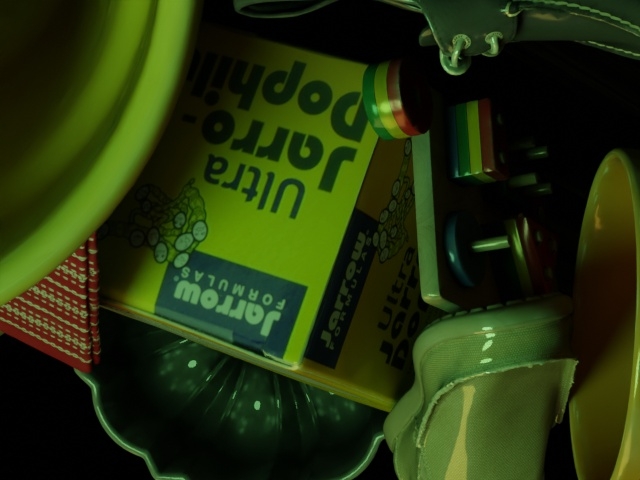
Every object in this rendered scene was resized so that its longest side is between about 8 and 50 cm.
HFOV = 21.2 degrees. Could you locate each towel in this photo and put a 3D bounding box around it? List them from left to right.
[{"bbox_3d":[-0.212,-0.014,0.982,0.198,0.031,0.275,26,158,3],"label":"towel"}]

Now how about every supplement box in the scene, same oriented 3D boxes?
[{"bbox_3d":[0.000,0.000,1.204,0.194,0.195,0.356,17,174,24],"label":"supplement box"}]

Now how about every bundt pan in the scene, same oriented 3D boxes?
[{"bbox_3d":[-0.057,0.072,1.578,0.330,0.331,0.124,19,-170,6],"label":"bundt pan"}]

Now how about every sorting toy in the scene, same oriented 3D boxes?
[{"bbox_3d":[0.111,-0.016,1.057,0.046,0.132,0.274,-10,162,27],"label":"sorting toy"}]

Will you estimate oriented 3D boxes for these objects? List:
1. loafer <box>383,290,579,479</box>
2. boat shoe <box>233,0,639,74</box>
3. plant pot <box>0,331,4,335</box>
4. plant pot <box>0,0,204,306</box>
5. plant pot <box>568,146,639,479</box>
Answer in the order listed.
[{"bbox_3d":[0.106,0.112,1.067,0.101,0.092,0.268,-12,158,-11],"label":"loafer"},{"bbox_3d":[0.059,-0.098,0.717,0.206,0.065,0.075,18,174,14],"label":"boat shoe"},{"bbox_3d":[-0.264,-0.032,1.216,0.274,0.257,0.256,-20,163,13],"label":"plant pot"},{"bbox_3d":[-0.162,-0.110,0.588,0.254,0.254,0.239,20,-169,-7],"label":"plant pot"},{"bbox_3d":[0.252,0.055,0.980,0.187,0.205,0.205,4,175,-1],"label":"plant pot"}]
